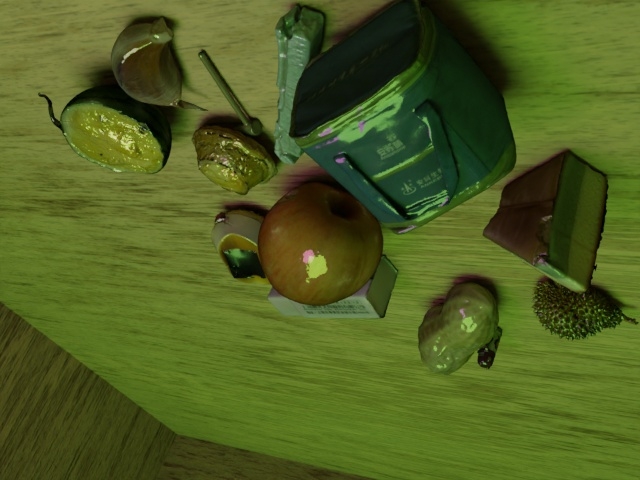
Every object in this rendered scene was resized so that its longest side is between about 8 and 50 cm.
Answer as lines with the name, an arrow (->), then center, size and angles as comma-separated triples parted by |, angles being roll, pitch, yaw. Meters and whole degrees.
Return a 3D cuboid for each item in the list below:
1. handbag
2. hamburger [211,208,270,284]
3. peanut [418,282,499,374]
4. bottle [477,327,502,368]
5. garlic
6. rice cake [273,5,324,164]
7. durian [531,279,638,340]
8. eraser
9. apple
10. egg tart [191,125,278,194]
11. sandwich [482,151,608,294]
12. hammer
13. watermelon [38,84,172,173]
handbag -> 0.119, -0.171, 1.077 | 0.263, 0.222, 0.241 | -29, 128, 33
hamburger -> -0.158, 0.012, 1.710 | 0.173, 0.116, 0.210 | -1, 141, 20
peanut -> 0.308, 0.197, 1.687 | 0.149, 0.149, 0.313 | 22, 149, -2
bottle -> 0.393, 0.252, 1.749 | 0.047, 0.101, 0.063 | -11, 138, 43
garlic -> -0.287, -0.290, 1.306 | 0.128, 0.090, 0.198 | -1, 142, 13
rice cake -> -0.040, -0.241, 1.241 | 0.063, 0.066, 0.336 | 25, 151, 11
durian -> 0.527, 0.158, 1.508 | 0.208, 0.102, 0.146 | 9, 143, 14
eraser -> 0.026, 0.107, 1.722 | 0.287, 0.130, 0.086 | -2, 141, 38
apple -> 0.000, 0.000, 1.479 | 0.242, 0.242, 0.241 | 27, 138, -10
egg tart -> -0.175, -0.151, 1.454 | 0.191, 0.074, 0.191 | 22, 159, 9
sandwich -> 0.355, -0.006, 1.215 | 0.108, 0.220, 0.186 | 28, 150, -15
hammer -> -0.173, -0.263, 1.343 | 0.060, 0.028, 0.195 | 8, 146, 35
watermelon -> -0.384, -0.223, 1.433 | 0.232, 0.127, 0.204 | 13, 150, 12
